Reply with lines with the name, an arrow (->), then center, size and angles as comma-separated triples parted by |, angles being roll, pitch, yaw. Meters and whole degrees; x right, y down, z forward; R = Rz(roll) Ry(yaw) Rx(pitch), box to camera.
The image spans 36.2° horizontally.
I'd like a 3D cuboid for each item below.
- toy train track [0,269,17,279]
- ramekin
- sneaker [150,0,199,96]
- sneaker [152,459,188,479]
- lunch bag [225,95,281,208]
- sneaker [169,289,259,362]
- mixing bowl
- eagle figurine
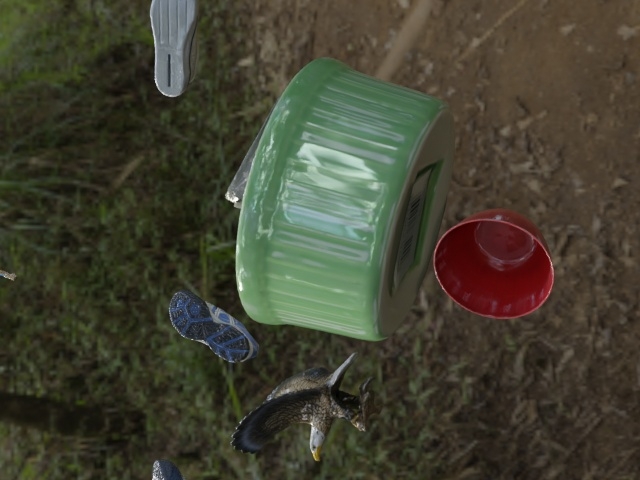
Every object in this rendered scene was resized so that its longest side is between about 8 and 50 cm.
toy train track -> -0.548, 0.046, 1.651 | 0.048, 0.083, 0.014 | -44, -30, -57
ramekin -> 0.040, -0.036, 1.072 | 0.303, 0.148, 0.303 | 16, -90, -73
sneaker -> -0.285, -0.418, 1.948 | 0.091, 0.094, 0.258 | -67, -10, -60
sneaker -> -0.222, 0.551, 1.893 | 0.319, 0.131, 0.112 | 57, 145, 32
lunch bag -> -0.059, -0.145, 2.235 | 0.287, 0.235, 0.169 | -62, -3, -31
sneaker -> -0.206, 0.169, 1.876 | 0.211, 0.081, 0.080 | 37, 96, 25
mixing bowl -> 0.273, 0.020, 1.495 | 0.098, 0.181, 0.181 | -56, -10, -51
eagle figurine -> -0.031, 0.371, 2.149 | 0.226, 0.298, 0.225 | 73, -156, -51
